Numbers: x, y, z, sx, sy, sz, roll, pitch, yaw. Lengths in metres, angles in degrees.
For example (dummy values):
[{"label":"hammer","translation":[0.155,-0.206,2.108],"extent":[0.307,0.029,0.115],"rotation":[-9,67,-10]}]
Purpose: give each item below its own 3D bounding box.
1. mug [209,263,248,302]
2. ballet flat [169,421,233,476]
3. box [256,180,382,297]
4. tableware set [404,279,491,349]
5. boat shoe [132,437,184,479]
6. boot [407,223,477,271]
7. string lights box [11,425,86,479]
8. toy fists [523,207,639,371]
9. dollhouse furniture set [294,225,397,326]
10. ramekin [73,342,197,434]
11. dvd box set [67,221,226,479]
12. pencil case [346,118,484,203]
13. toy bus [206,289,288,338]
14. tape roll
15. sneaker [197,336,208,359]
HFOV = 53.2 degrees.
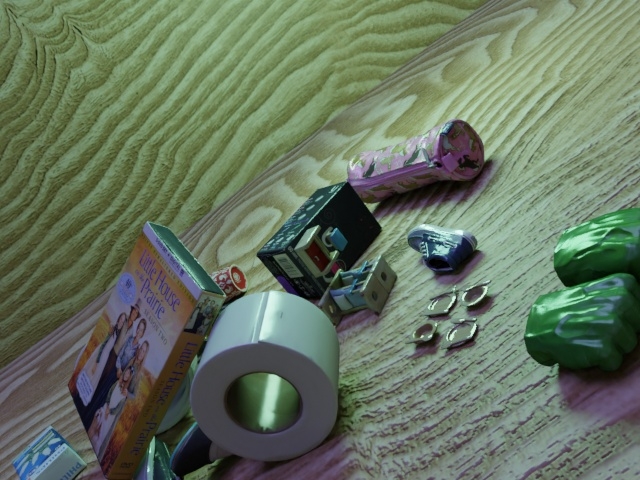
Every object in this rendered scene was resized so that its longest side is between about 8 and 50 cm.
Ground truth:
[{"label":"mug","translation":[-0.313,0.137,1.957],"extent":[0.169,0.113,0.150],"rotation":[-26,23,21]},{"label":"ballet flat","translation":[-0.170,0.343,1.223],"extent":[0.096,0.095,0.280],"rotation":[16,39,21]},{"label":"box","translation":[0.000,0.000,1.618],"extent":[0.270,0.165,0.143],"rotation":[-49,21,-29]},{"label":"tableware set","translation":[0.226,0.132,1.127],"extent":[0.141,0.020,0.169],"rotation":[-19,26,44]},{"label":"boat shoe","translation":[-0.298,0.468,1.189],"extent":[0.302,0.091,0.114],"rotation":[-128,58,-70]},{"label":"boot","translation":[0.227,0.018,1.314],"extent":[0.086,0.069,0.190],"rotation":[-43,21,-24]},{"label":"string lights box","translation":[-0.715,0.586,1.676],"extent":[0.133,0.077,0.259],"rotation":[-45,20,-26]},{"label":"toy fists","translation":[0.392,0.064,0.879],"extent":[0.142,0.096,0.279],"rotation":[-29,19,53]},{"label":"dollhouse furniture set","translation":[0.045,0.065,1.355],"extent":[0.129,0.184,0.129],"rotation":[-22,24,38]},{"label":"ramekin","translation":[-0.424,0.309,1.514],"extent":[0.277,0.277,0.135],"rotation":[-35,12,8]},{"label":"dvd box set","translation":[-0.363,0.210,1.280],"extent":[0.307,0.062,0.420],"rotation":[40,105,46]},{"label":"pencil case","translation":[0.237,-0.197,1.675],"extent":[0.386,0.167,0.160],"rotation":[-11,65,54]},{"label":"toy bus","translation":[-0.125,0.184,1.488],"extent":[0.220,0.149,0.211],"rotation":[-21,9,36]},{"label":"tape roll","translation":[-0.089,0.234,1.112],"extent":[0.246,0.246,0.169],"rotation":[-32,19,16]},{"label":"sneaker","translation":[-0.320,0.270,1.736],"extent":[0.086,0.064,0.192],"rotation":[-8,34,42]}]
